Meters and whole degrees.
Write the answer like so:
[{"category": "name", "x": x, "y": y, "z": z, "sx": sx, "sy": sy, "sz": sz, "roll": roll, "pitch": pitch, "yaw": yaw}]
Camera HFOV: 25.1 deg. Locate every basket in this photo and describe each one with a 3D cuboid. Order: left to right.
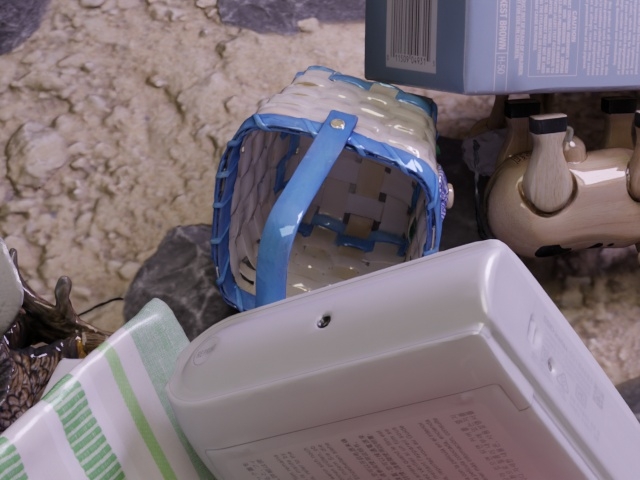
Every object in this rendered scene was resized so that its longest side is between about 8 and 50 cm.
[{"category": "basket", "x": 0.000, "y": 0.000, "z": 1.228, "sx": 0.201, "sy": 0.255, "sz": 0.289, "roll": 19, "pitch": 45, "yaw": 11}]

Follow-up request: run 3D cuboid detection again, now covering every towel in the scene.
[{"category": "towel", "x": -0.148, "y": 0.222, "z": 1.040, "sx": 0.038, "sy": 0.248, "sz": 0.325, "roll": -14, "pitch": 18, "yaw": 35}]

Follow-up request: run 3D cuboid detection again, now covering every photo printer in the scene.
[{"category": "photo printer", "x": 0.055, "y": 0.140, "z": 1.062, "sx": 0.307, "sy": 0.256, "sz": 0.107, "roll": -19, "pitch": 36, "yaw": 33}]

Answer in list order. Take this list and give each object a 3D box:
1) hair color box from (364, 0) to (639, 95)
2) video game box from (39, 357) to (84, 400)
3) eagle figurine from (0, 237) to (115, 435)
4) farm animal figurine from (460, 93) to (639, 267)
[{"category": "hair color box", "x": 0.247, "y": -0.198, "z": 1.315, "sx": 0.374, "sy": 0.114, "sz": 0.185, "roll": -4, "pitch": 12, "yaw": -25}, {"category": "video game box", "x": -0.177, "y": 0.225, "z": 1.097, "sx": 0.048, "sy": 0.187, "sz": 0.205, "roll": -6, "pitch": 44, "yaw": 30}, {"category": "eagle figurine", "x": -0.287, "y": 0.162, "z": 1.158, "sx": 0.225, "sy": 0.226, "sz": 0.298, "roll": 39, "pitch": 56, "yaw": 2}, {"category": "farm animal figurine", "x": 0.291, "y": -0.032, "z": 1.276, "sx": 0.326, "sy": 0.172, "sz": 0.330, "roll": 2, "pitch": 16, "yaw": 3}]
